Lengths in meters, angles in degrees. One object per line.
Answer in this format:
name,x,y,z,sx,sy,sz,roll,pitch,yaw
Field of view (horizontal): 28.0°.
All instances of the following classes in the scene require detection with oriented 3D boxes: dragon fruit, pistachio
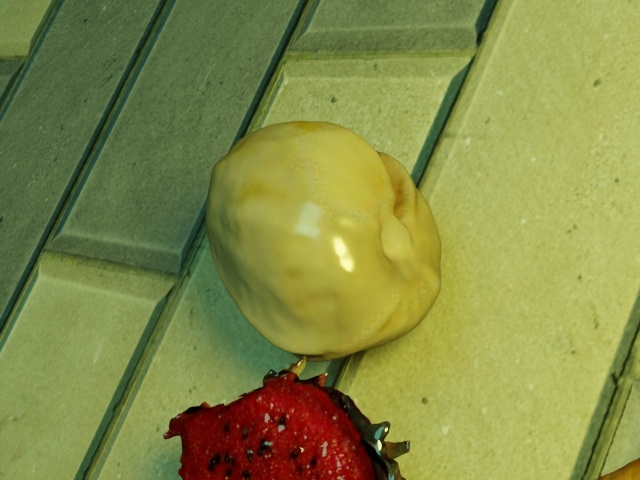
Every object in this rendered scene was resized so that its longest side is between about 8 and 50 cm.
dragon fruit,-0.006,0.283,1.188,0.282,0.100,0.343,-29,59,37
pistachio,0.000,0.000,1.303,0.230,0.230,0.309,-56,36,-2

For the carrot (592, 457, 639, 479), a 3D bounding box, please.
carrot,0.277,0.189,1.025,0.248,0.059,0.059,-31,45,28
